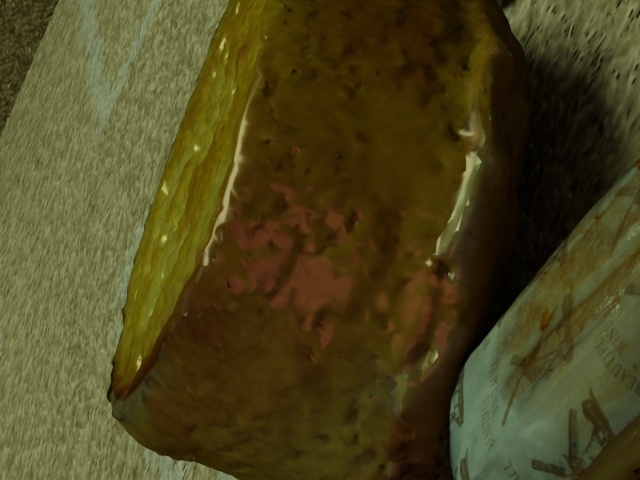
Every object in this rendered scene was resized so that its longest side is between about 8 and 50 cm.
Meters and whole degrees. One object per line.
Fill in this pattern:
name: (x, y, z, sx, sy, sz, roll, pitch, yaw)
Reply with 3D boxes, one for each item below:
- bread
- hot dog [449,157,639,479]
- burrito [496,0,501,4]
bread: (0.000, 0.000, 1.051, 0.398, 0.215, 0.398, -161, 90, -78)
hot dog: (0.157, 0.050, 0.818, 0.270, 0.081, 0.163, -53, 19, 36)
burrito: (0.165, -0.254, 1.112, 0.229, 0.058, 0.063, -48, 28, 46)
